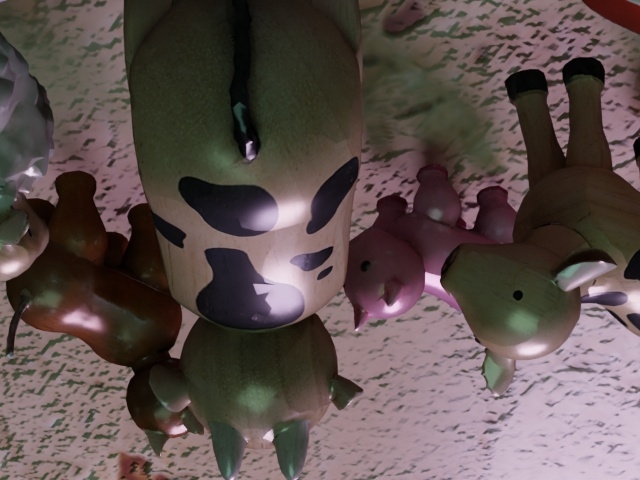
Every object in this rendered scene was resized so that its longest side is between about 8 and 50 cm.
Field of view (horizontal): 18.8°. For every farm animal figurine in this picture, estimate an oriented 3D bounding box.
[{"bbox_3d":[0.000,0.000,0.787,0.330,0.172,0.327,-13,147,12],"label":"farm animal figurine"}]

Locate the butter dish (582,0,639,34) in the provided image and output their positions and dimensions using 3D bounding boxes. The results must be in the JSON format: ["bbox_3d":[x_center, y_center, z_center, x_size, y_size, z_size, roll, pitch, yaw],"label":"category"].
[{"bbox_3d":[0.184,-0.151,0.750,0.160,0.118,0.160,29,145,35],"label":"butter dish"}]
